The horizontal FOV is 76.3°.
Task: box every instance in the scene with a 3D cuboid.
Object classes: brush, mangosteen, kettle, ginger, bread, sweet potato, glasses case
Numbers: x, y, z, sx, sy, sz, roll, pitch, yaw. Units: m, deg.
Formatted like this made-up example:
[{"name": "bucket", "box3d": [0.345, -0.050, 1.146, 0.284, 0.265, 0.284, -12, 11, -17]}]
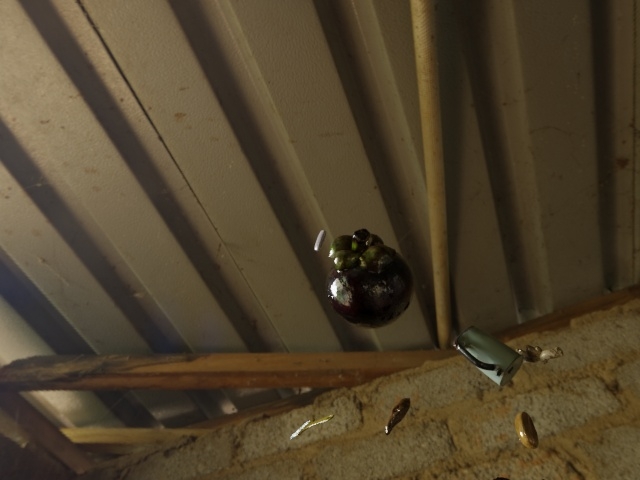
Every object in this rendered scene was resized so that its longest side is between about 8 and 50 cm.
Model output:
[{"name": "brush", "box3d": [-0.019, 0.569, 1.262, 0.011, 0.083, 0.205, 55, -47, 11]}, {"name": "mangosteen", "box3d": [0.156, 0.139, 1.378, 0.331, 0.330, 0.329, -2, -58, -4]}, {"name": "kettle", "box3d": [0.736, 0.508, 1.825, 0.241, 0.255, 0.165, 0, -62, -41]}, {"name": "ginger", "box3d": [0.937, 0.491, 1.762, 0.075, 0.089, 0.288, -11, -18, -7]}, {"name": "bread", "box3d": [0.908, 0.843, 1.805, 0.077, 0.189, 0.114, -42, -90, 22]}, {"name": "sweet potato", "box3d": [0.313, 0.706, 1.653, 0.060, 0.206, 0.068, 44, -38, 8]}, {"name": "glasses case", "box3d": [0.000, 0.000, 1.554, 0.021, 0.032, 0.083, 27, -107, -28]}]

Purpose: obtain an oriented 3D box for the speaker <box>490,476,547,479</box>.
[{"name": "speaker", "box3d": [0.701, 0.960, 1.413, 0.259, 0.198, 0.329, -41, -19, -24]}]
